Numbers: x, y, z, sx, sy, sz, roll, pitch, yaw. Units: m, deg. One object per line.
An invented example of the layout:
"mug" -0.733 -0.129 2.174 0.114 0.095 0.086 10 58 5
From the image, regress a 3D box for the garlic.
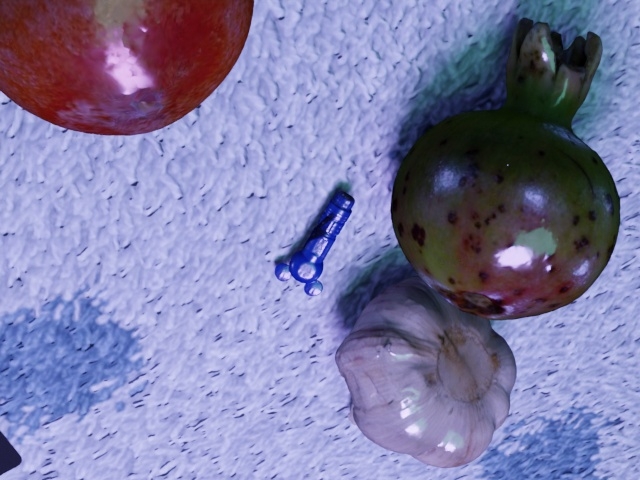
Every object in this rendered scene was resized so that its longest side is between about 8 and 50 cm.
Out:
"garlic" 0.091 0.157 1.772 0.218 0.219 0.212 21 151 -31

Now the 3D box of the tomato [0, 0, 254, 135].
"tomato" -0.182 -0.214 1.349 0.265 0.265 0.265 -10 125 -15

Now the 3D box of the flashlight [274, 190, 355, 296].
"flashlight" 0.000 0.000 1.697 0.057 0.035 0.121 28 106 -7

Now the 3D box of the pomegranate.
"pomegranate" 0.188 -0.070 1.635 0.242 0.306 0.242 -3 167 -1

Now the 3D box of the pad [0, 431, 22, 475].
"pad" -0.419 0.246 1.718 0.157 0.003 0.112 -29 127 -1
